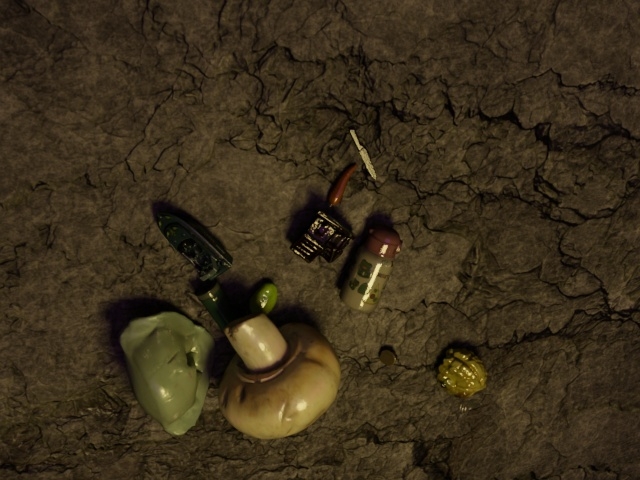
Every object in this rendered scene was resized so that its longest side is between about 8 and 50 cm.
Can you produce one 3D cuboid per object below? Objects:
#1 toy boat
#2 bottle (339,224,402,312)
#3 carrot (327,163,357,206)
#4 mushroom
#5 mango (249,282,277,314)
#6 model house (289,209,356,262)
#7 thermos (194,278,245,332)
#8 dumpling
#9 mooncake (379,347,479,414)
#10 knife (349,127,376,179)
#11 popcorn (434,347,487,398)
[{"bbox_3d":[-0.340,0.012,1.431,0.093,0.103,0.246,-32,114,27],"label":"toy boat"},{"bbox_3d":[0.152,0.077,1.569,0.121,0.120,0.253,16,108,-20],"label":"bottle"},{"bbox_3d":[0.059,-0.153,1.498,0.035,0.035,0.142,26,100,-22],"label":"carrot"},{"bbox_3d":[-0.124,0.366,1.535,0.325,0.353,0.353,-6,124,-60],"label":"mushroom"},{"bbox_3d":[-0.164,0.170,1.563,0.073,0.056,0.108,22,103,-27],"label":"mango"},{"bbox_3d":[0.006,0.004,1.508,0.165,0.106,0.152,36,98,-20],"label":"model house"},{"bbox_3d":[-0.277,0.198,1.540,0.083,0.073,0.187,-39,119,-20],"label":"thermos"},{"bbox_3d":[-0.438,0.357,1.507,0.212,0.270,0.320,11,136,5],"label":"dumpling"},{"bbox_3d":[0.349,0.459,1.740,0.347,0.057,0.150,47,121,-7],"label":"mooncake"},{"bbox_3d":[0.120,-0.239,1.489,0.023,0.010,0.170,-27,118,5],"label":"knife"},{"bbox_3d":[0.463,0.444,1.797,0.174,0.142,0.173,7,131,8],"label":"popcorn"}]
